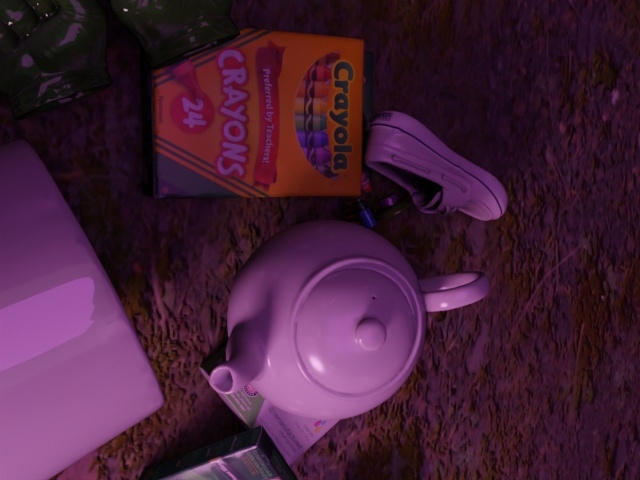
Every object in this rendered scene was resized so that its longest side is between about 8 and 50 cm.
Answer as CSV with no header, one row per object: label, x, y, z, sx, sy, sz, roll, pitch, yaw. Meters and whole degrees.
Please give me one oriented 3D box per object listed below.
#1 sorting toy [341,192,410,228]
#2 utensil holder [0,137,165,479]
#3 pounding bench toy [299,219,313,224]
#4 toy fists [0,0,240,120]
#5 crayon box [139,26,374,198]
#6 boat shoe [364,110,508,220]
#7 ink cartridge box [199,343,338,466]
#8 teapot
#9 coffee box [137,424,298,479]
sorting toy,0.066,-0.045,0.944,0.042,0.102,0.061,64,29,-10
utensil holder,-0.382,0.121,0.643,0.385,0.327,0.328,-28,107,-20
pounding bench toy,0.000,0.000,0.943,0.083,0.052,0.065,-42,110,-14
toy fists,-0.219,-0.235,0.715,0.279,0.096,0.142,-26,102,-14
crayon box,-0.058,-0.155,0.884,0.318,0.081,0.202,-3,97,-24
boat shoe,0.155,-0.077,0.967,0.258,0.095,0.084,29,72,-28
ink cartridge box,-0.024,0.164,0.931,0.212,0.093,0.154,-39,108,-17
teapot,0.028,0.092,0.797,0.252,0.187,0.256,32,79,-18
coffee box,-0.126,0.311,0.882,0.184,0.040,0.113,-23,110,16
